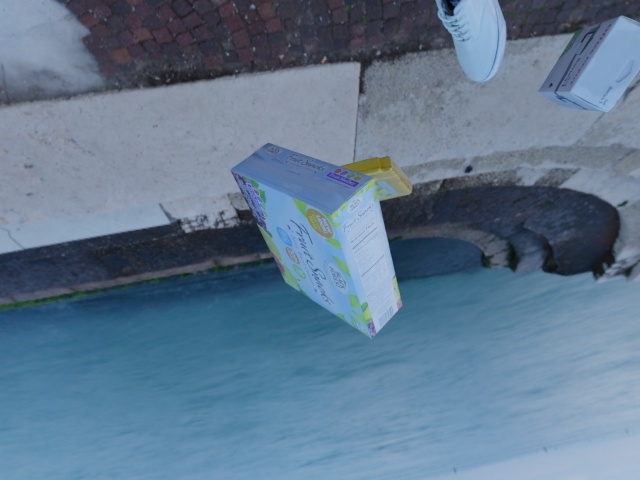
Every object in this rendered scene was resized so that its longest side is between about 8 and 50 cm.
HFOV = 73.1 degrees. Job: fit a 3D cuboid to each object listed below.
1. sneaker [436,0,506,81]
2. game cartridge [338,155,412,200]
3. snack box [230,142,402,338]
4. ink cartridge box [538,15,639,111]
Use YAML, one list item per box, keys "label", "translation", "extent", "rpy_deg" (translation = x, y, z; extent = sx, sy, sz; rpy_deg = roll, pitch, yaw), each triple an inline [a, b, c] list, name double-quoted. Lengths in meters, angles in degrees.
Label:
- label: "sneaker"
  translation: [0.227, -0.368, 0.688]
  extent: [0.091, 0.094, 0.258]
  rpy_deg: [-40, 127, -19]
- label: "game cartridge"
  translation: [0.093, -0.150, 1.224]
  extent: [0.285, 0.053, 0.323]
  rpy_deg: [-11, 173, 21]
- label: "snack box"
  translation: [0.000, 0.000, 0.524]
  extent: [0.070, 0.174, 0.207]
  rpy_deg: [-43, 137, -22]
- label: "ink cartridge box"
  translation: [0.584, -0.372, 0.929]
  extent: [0.092, 0.219, 0.160]
  rpy_deg: [27, 110, 1]
